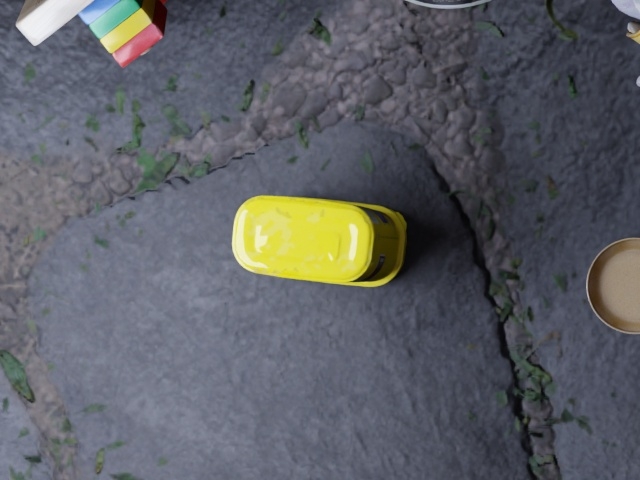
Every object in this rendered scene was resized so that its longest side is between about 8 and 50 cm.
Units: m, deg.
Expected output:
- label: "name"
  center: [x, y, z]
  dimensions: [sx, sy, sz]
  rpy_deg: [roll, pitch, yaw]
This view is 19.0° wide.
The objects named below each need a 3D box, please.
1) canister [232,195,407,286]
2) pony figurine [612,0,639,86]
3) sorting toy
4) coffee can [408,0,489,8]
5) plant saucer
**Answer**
- label: "canister"
  center: [0.000, 0.000, 1.628]
  dimensions: [0.126, 0.170, 0.073]
  rpy_deg: [6, 90, 11]
- label: "pony figurine"
  center: [0.361, -0.159, 1.454]
  dimensions: [0.302, 0.351, 0.363]
  rpy_deg: [-14, 50, -21]
- label: "sorting toy"
  center: [-0.122, -0.257, 1.628]
  dimensions: [0.257, 0.255, 0.089]
  rpy_deg: [-37, 108, 10]
- label: "coffee can"
  center: [0.092, -0.307, 1.562]
  dimensions: [0.201, 0.275, 0.202]
  rpy_deg: [0, 90, 11]
- label: "plant saucer"
  center: [0.273, 0.039, 1.655]
  dimensions: [0.083, 0.015, 0.083]
  rpy_deg: [0, 90, 11]
